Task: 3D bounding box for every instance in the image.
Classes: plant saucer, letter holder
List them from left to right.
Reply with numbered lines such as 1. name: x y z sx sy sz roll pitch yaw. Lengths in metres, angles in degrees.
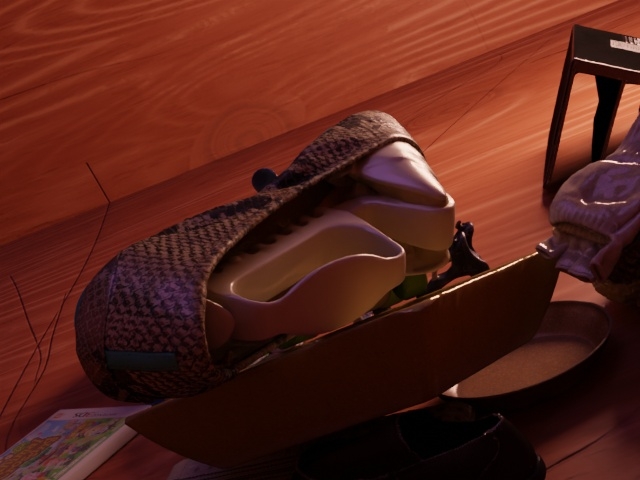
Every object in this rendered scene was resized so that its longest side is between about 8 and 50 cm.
1. plant saucer: 0.044 0.115 1.043 0.333 0.081 0.333 -25 -4 32
2. plant saucer: 0.203 0.122 1.137 0.198 0.036 0.198 -21 16 6
3. letter holder: 0.438 -0.191 1.732 0.152 0.214 0.302 14 22 8

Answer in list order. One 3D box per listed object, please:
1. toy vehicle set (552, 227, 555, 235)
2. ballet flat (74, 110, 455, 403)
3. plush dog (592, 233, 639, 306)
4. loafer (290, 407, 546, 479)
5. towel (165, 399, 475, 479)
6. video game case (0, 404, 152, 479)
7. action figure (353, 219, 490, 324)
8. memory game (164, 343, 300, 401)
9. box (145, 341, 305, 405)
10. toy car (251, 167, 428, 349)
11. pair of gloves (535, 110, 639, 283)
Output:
1. toy vehicle set: 0.439 -0.060 1.432 0.267 0.035 0.166 -16 17 24
2. ballet flat: 0.008 0.007 0.968 0.182 0.164 0.483 3 23 36
3. plush dog: 0.379 -0.014 1.167 0.225 0.210 0.262 -35 -16 8
4. loafer: 0.071 0.170 0.911 0.220 0.078 0.080 -10 21 26
5. towel: -0.031 0.264 0.979 0.324 0.056 0.312 -15 20 19
6. video game case: -0.339 0.273 1.411 0.193 0.023 0.212 -10 19 39
7. action figure: 0.064 0.061 1.359 0.276 0.141 0.164 -11 17 -3
8. memory game: -0.109 0.152 1.372 0.186 0.012 0.186 -23 12 5
9. box: -0.127 0.152 1.509 0.225 0.036 0.136 -20 15 14
10. toy car: 0.000 0.000 1.203 0.155 0.188 0.149 -20 -4 -17
11. pair of gloves: 0.320 -0.022 0.970 0.204 0.042 0.240 -45 47 -15
